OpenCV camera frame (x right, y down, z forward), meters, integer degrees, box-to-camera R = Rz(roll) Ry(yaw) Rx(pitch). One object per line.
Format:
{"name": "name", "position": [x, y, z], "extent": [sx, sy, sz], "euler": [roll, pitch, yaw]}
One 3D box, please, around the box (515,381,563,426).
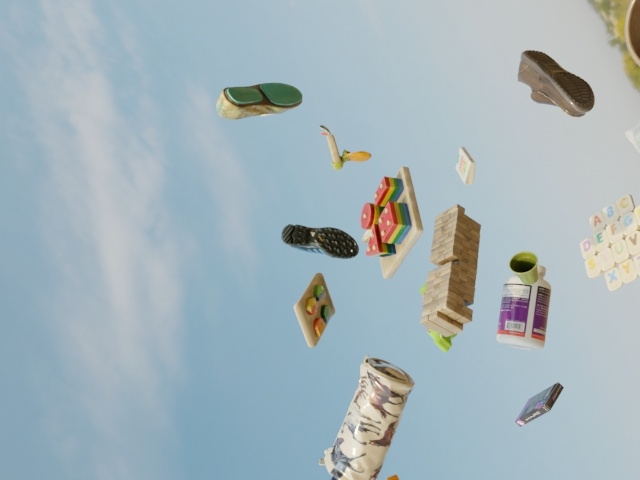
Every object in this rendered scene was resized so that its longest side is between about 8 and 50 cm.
{"name": "box", "position": [0.705, 0.530, 2.029], "extent": [0.029, 0.162, 0.116], "euler": [43, -128, 10]}

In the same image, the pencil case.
{"name": "pencil case", "position": [0.142, 0.549, 1.905], "extent": [0.184, 0.410, 0.160], "euler": [18, -168, -4]}

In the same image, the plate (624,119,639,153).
{"name": "plate", "position": [1.223, -0.346, 2.179], "extent": [0.045, 0.277, 0.278], "euler": [-15, -111, -32]}

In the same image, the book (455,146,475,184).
{"name": "book", "position": [0.575, -0.297, 2.489], "extent": [0.144, 0.035, 0.096], "euler": [-101, 12, -57]}

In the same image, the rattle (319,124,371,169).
{"name": "rattle", "position": [0.081, -0.350, 2.227], "extent": [0.130, 0.143, 0.199], "euler": [52, -162, -35]}

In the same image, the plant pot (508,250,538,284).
{"name": "plant pot", "position": [0.605, 0.088, 1.849], "extent": [0.079, 0.083, 0.083], "euler": [55, -152, -38]}

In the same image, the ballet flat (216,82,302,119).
{"name": "ballet flat", "position": [-0.213, -0.470, 2.150], "extent": [0.349, 0.123, 0.123], "euler": [-17, -99, -46]}

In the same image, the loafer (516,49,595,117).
{"name": "loafer", "position": [0.810, -0.526, 2.185], "extent": [0.134, 0.130, 0.366], "euler": [-5, -136, -18]}

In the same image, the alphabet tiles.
{"name": "alphabet tiles", "position": [0.932, 0.004, 1.966], "extent": [0.021, 0.284, 0.278], "euler": [13, -123, -21]}

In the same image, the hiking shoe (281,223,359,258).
{"name": "hiking shoe", "position": [0.000, 0.000, 2.432], "extent": [0.132, 0.304, 0.113], "euler": [113, 173, -84]}

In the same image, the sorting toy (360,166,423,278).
{"name": "sorting toy", "position": [0.204, -0.057, 1.948], "extent": [0.089, 0.255, 0.257], "euler": [7, -129, -17]}

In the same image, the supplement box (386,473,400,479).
{"name": "supplement box", "position": [0.234, 0.774, 1.924], "extent": [0.062, 0.036, 0.098], "euler": [-127, 22, -55]}

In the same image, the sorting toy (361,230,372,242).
{"name": "sorting toy", "position": [0.228, -0.015, 2.654], "extent": [0.075, 0.083, 0.044], "euler": [27, -128, -17]}

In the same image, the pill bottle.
{"name": "pill bottle", "position": [0.796, 0.257, 2.451], "extent": [0.181, 0.182, 0.322], "euler": [24, -107, -47]}

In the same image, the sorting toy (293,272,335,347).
{"name": "sorting toy", "position": [-0.011, 0.246, 2.236], "extent": [0.208, 0.038, 0.193], "euler": [-52, -49, -49]}

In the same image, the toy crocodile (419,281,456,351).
{"name": "toy crocodile", "position": [0.427, 0.270, 2.327], "extent": [0.115, 0.105, 0.340], "euler": [39, -149, -29]}

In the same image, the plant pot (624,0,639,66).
{"name": "plant pot", "position": [0.893, -0.515, 1.466], "extent": [0.229, 0.263, 0.263], "euler": [-8, -109, -29]}

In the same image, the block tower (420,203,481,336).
{"name": "block tower", "position": [0.337, 0.072, 1.606], "extent": [0.097, 0.091, 0.335], "euler": [30, -126, -22]}
